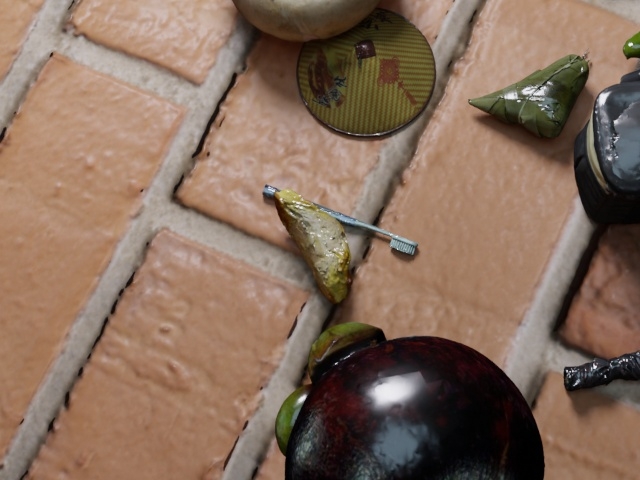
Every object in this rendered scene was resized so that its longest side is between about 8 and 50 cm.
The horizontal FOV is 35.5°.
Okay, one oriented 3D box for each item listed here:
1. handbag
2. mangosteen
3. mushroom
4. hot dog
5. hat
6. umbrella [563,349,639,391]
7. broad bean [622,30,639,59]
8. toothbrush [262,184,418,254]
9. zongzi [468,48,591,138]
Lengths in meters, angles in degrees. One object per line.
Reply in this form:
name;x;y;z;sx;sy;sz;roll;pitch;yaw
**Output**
handbag;0.443;-0.119;1.218;0.254;0.181;0.181;-3;76;3
mangosteen;0.097;0.240;1.121;0.300;0.300;0.300;-1;76;4
mushroom;-0.019;-0.378;1.319;0.255;0.184;0.255;-2;77;6
hot dog;0.001;-0.001;1.282;0.061;0.078;0.169;-25;80;-18
hat;0.059;-0.241;1.332;0.193;0.082;0.193;-1;74;5
umbrella;0.369;0.157;1.228;0.144;0.040;0.037;-12;66;0
broad bean;0.494;-0.305;1.330;0.227;0.039;0.069;-43;111;-6
toothbrush;0.024;-0.028;1.314;0.219;0.016;0.019;22;87;8
zongzi;0.285;-0.220;1.326;0.130;0.062;0.154;23;72;22
